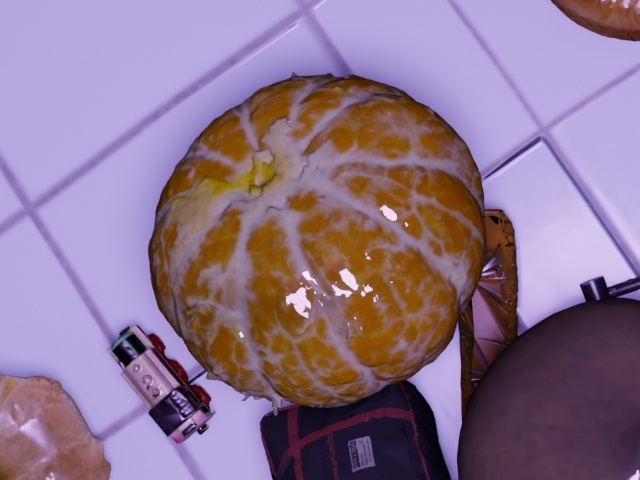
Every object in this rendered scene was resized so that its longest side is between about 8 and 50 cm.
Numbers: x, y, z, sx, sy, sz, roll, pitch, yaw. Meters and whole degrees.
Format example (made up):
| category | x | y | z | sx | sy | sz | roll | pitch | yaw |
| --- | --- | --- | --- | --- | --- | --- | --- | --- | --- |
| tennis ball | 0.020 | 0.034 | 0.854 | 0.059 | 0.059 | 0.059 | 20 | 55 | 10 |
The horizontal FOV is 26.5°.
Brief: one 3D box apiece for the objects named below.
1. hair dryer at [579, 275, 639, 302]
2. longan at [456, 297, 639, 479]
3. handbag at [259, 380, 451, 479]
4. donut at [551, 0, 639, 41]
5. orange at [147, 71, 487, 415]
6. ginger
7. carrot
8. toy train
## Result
| category | x | y | z | sx | sy | sz | roll | pitch | yaw |
| --- | --- | --- | --- | --- | --- | --- | --- | --- | --- |
| hair dryer | 0.305 | 0.050 | 1.355 | 0.083 | 0.026 | 0.047 | -20 | 87 | 1 |
| longan | 0.265 | 0.197 | 1.220 | 0.297 | 0.297 | 0.297 | 0 | 88 | 10 |
| handbag | 0.040 | 0.245 | 1.309 | 0.169 | 0.155 | 0.215 | -24 | 48 | 12 |
| donut | 0.303 | -0.302 | 1.305 | 0.226 | 0.114 | 0.227 | -3 | 82 | 21 |
| orange | 0.000 | 0.000 | 1.282 | 0.329 | 0.249 | 0.329 | -10 | 54 | 13 |
| ginger | -0.289 | 0.359 | 1.408 | 0.348 | 0.122 | 0.363 | 36 | 81 | -4 |
| carrot | 0.166 | 0.082 | 1.360 | 0.069 | 0.069 | 0.229 | -2 | 88 | 10 |
| toy train | -0.167 | 0.146 | 1.402 | 0.050 | 0.087 | 0.138 | -41 | 83 | 3 |
